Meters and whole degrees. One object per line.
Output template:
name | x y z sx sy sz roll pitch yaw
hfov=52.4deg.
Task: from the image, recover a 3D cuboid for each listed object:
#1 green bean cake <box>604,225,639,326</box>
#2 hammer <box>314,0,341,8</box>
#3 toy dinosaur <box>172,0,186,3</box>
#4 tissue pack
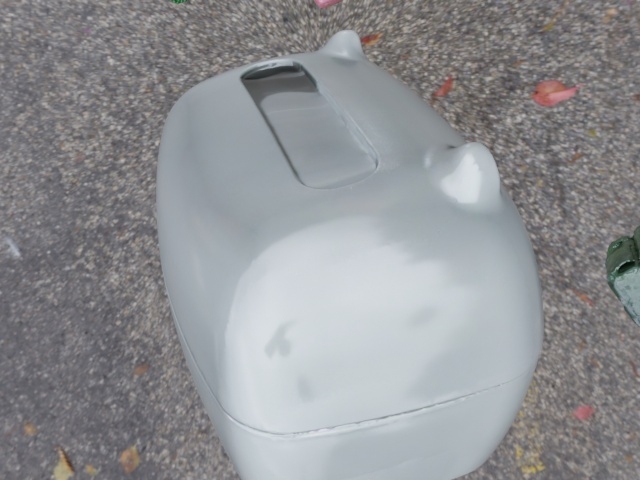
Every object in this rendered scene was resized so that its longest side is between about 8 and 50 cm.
green bean cake | 0.464 0.055 0.761 0.193 0.107 0.208 -33 97 23
hammer | 0.028 -0.314 0.791 0.083 0.043 0.043 -20 104 11
toy dinosaur | -0.188 -0.361 0.911 0.119 0.029 0.060 -7 124 -39
tissue pack | 0.000 0.000 0.477 0.229 0.333 0.236 -12 127 -13
